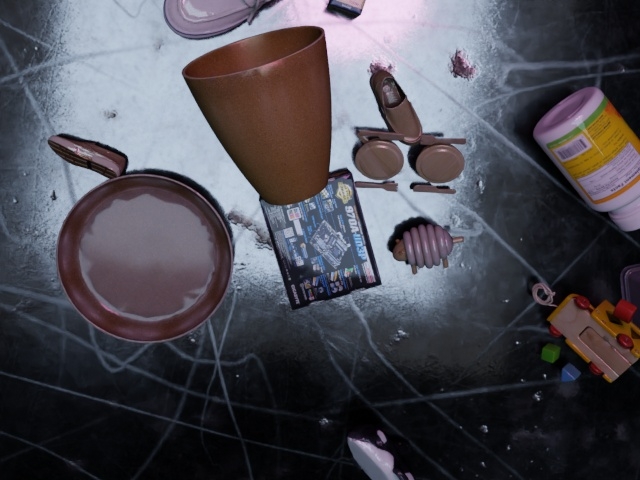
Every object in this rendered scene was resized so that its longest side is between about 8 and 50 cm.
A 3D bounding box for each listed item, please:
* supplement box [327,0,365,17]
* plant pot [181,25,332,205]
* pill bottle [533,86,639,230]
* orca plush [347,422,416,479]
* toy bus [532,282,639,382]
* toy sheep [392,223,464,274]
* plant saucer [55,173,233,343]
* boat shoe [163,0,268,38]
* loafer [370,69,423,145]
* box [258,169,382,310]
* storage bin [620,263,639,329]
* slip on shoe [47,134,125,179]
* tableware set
[{"bbox_3d":[0.052,-0.426,1.258,0.056,0.083,0.083,18,101,-7],"label":"supplement box"},{"bbox_3d":[-0.073,-0.196,1.242,0.237,0.237,0.254,-18,117,0],"label":"plant pot"},{"bbox_3d":[0.504,-0.138,1.326,0.136,0.136,0.245,-42,102,5],"label":"pill bottle"},{"bbox_3d":[0.162,0.441,1.445,0.287,0.151,0.102,48,64,-9],"label":"orca plush"},{"bbox_3d":[0.519,0.162,1.406,0.104,0.191,0.202,-25,108,-43],"label":"toy bus"},{"bbox_3d":[0.196,0.012,1.363,0.132,0.091,0.091,-14,103,4],"label":"toy sheep"},{"bbox_3d":[-0.313,0.032,1.347,0.311,0.050,0.310,-1,101,-4],"label":"plant saucer"},{"bbox_3d":[-0.095,-0.445,1.206,0.367,0.156,0.135,-27,102,1],"label":"boat shoe"},{"bbox_3d":[0.135,-0.232,1.323,0.056,0.050,0.148,-33,102,3],"label":"loafer"},{"bbox_3d":[0.000,0.000,1.361,0.175,0.051,0.220,-17,103,-1],"label":"box"},{"bbox_3d":[0.639,0.118,1.414,0.098,0.091,0.135,-11,103,-2],"label":"storage bin"},{"bbox_3d":[-0.407,-0.153,1.306,0.135,0.051,0.041,23,60,-1],"label":"slip on shoe"},{"bbox_3d":[0.159,-0.147,1.339,0.194,0.039,0.128,4,133,1],"label":"tableware set"}]
